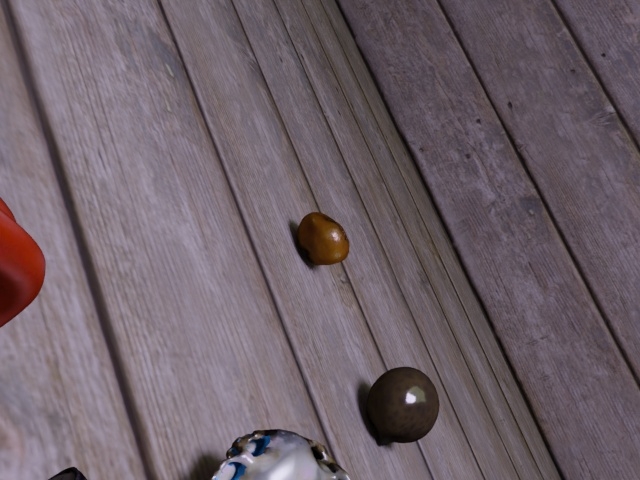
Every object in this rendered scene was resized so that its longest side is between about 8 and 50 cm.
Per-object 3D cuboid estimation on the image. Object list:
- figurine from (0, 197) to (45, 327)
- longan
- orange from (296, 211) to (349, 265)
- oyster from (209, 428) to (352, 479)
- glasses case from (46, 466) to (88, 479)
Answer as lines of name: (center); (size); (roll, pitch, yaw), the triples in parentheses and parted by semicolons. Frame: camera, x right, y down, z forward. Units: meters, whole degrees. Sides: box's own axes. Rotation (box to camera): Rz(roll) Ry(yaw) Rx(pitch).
figurine: (-0.191, 0.033, 0.220); (0.208, 0.181, 0.257); (16, 33, -28)
longan: (0.108, 0.223, 0.965); (0.113, 0.092, 0.113); (-32, 131, -47)
orange: (0.000, 0.000, 1.033); (0.086, 0.062, 0.086); (42, -29, 31)
oyster: (-0.031, 0.244, 0.526); (0.223, 0.083, 0.214); (8, 45, -49)
glasses case: (-0.072, 0.261, 0.356); (0.114, 0.060, 0.299); (-45, 109, -44)
